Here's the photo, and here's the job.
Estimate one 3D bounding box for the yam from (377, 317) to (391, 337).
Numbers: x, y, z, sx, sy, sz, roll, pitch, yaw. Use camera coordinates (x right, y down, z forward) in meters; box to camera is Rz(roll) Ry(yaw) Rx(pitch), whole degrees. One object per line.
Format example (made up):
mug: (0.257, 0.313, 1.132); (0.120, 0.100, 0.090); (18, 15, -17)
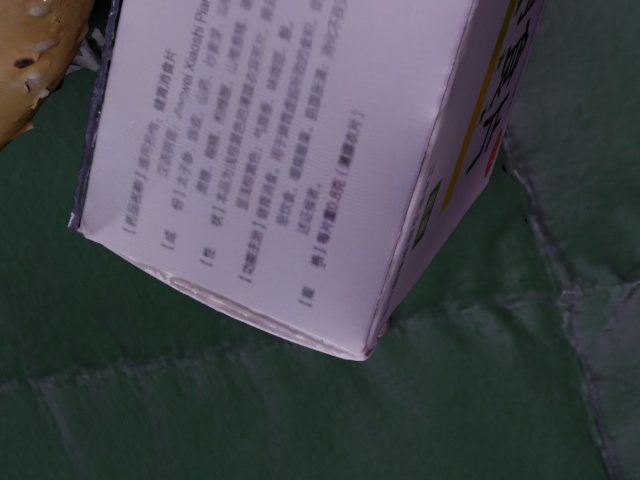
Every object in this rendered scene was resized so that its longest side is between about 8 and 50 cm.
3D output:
yam: (0.000, 0.000, 0.941); (0.021, 0.021, 0.116); (-27, 102, 33)

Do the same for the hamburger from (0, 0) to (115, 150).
hamburger: (-0.217, -0.170, 0.810); (0.276, 0.195, 0.318); (-5, 137, 18)

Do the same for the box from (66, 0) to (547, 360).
box: (0.021, -0.142, 0.762); (0.145, 0.173, 0.333); (22, 124, 10)
